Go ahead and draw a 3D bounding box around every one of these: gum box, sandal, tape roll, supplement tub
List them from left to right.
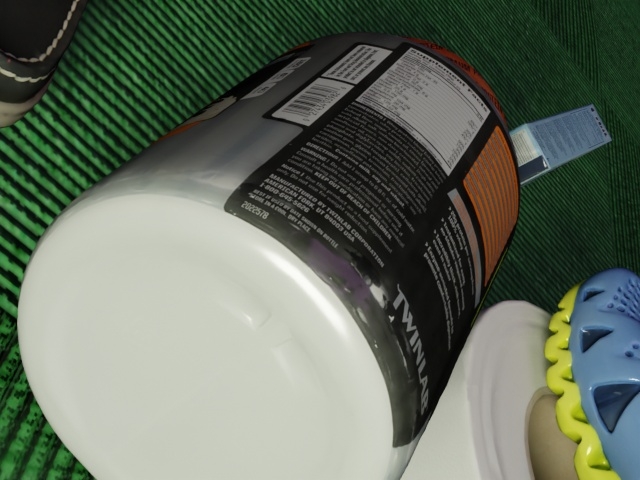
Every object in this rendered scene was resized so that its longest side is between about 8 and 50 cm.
[{"bbox_3d":[0.000,0.000,0.553,0.194,0.193,0.316,56,32,-9],"label":"supplement tub"},{"bbox_3d":[0.142,-0.054,0.830,0.184,0.157,0.041,-21,83,-57],"label":"gum box"},{"bbox_3d":[0.146,0.190,0.706,0.286,0.100,0.286,35,40,-36],"label":"tape roll"},{"bbox_3d":[0.241,0.152,0.647,0.126,0.138,0.318,26,45,-40],"label":"sandal"}]

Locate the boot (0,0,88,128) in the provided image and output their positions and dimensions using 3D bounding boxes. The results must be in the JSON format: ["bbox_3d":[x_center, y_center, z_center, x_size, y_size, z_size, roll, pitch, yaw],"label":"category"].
[{"bbox_3d":[-0.102,-0.262,0.518,0.138,0.284,0.378,36,39,-35],"label":"boot"}]
